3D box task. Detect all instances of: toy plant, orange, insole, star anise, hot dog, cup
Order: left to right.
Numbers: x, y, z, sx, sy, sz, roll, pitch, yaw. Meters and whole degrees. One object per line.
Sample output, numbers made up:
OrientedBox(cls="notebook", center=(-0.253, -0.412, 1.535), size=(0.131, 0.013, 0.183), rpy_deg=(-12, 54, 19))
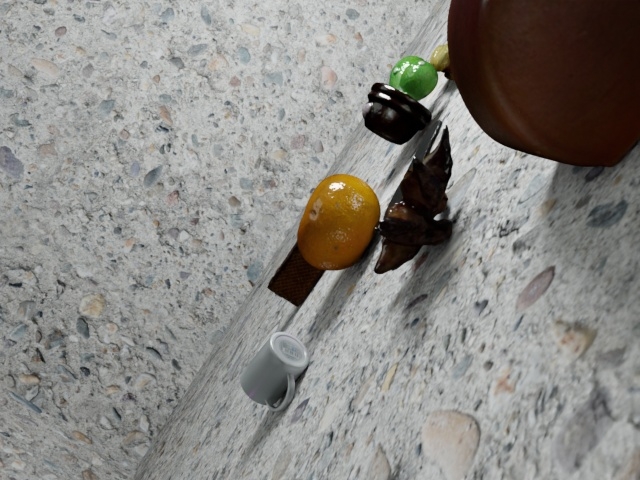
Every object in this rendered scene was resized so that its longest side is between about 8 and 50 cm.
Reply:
OrientedBox(cls="cup", center=(-0.086, 0.283, 1.375), size=(0.099, 0.136, 0.133), rpy_deg=(-7, -39, -54))
OrientedBox(cls="orange", center=(0.044, -0.036, 1.484), size=(0.224, 0.170, 0.223), rpy_deg=(22, -90, -85))
OrientedBox(cls="toy plant", center=(0.215, -0.370, 1.686), size=(0.235, 0.176, 0.218), rpy_deg=(-60, 13, 5))
OrientedBox(cls="insole", center=(0.213, -0.161, 1.503), size=(0.309, 0.012, 0.110), rpy_deg=(-62, 9, -31))
OrientedBox(cls="star anise", center=(0.171, -0.044, 1.047), size=(0.272, 0.103, 0.272), rpy_deg=(-51, -20, -26))
OrientedBox(cls="hot dog", center=(0.329, -0.453, 1.676), size=(0.073, 0.084, 0.242), rpy_deg=(-59, 8, 12))

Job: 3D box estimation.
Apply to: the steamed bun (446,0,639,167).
OrientedBox(cls="steamed bun", center=(0.286, -0.282, 0.714), size=(0.379, 0.248, 0.235), rpy_deg=(-57, 8, 13))

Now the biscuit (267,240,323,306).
OrientedBox(cls="biscuit", center=(0.000, 0.000, 1.807), size=(0.388, 0.107, 0.073), rpy_deg=(-56, 6, 10))
